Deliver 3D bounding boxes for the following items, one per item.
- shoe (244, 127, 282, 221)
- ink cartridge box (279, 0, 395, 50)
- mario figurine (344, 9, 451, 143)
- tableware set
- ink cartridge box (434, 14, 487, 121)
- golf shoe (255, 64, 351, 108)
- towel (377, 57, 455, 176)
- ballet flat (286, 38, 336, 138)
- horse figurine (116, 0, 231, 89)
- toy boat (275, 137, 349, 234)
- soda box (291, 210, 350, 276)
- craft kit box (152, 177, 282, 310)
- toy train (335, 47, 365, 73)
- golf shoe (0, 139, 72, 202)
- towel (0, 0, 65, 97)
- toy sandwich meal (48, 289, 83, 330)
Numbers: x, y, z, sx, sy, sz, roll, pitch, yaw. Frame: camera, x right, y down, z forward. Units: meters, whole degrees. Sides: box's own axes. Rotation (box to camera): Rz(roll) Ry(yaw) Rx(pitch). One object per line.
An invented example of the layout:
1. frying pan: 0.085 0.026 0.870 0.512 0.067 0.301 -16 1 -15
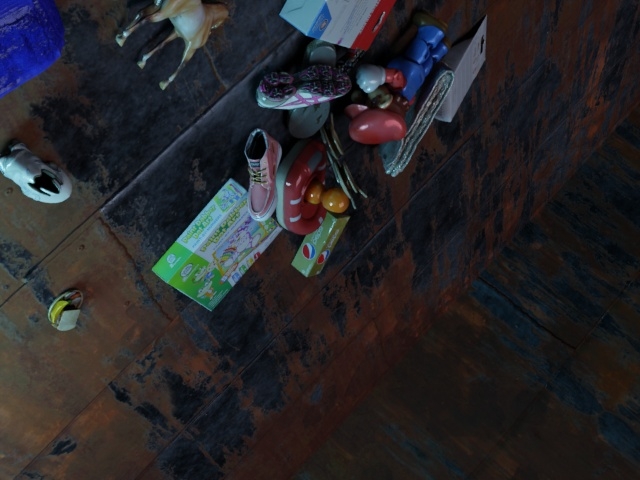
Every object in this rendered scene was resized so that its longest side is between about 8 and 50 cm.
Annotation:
1. shoe: -0.123 -0.132 1.962 0.081 0.063 0.178 43 52 -62
2. ink cartridge box: 0.040 -0.443 1.849 0.231 0.078 0.134 -3 128 -59
3. mario figurine: 0.147 -0.357 2.164 0.198 0.170 0.320 42 75 -30
4. tableware set: 0.046 -0.177 2.101 0.039 0.194 0.128 -23 148 8
5. ink cartridge box: 0.350 -0.435 2.468 0.224 0.056 0.181 -62 161 -23
6. golf shoe: -0.034 -0.292 1.899 0.186 0.067 0.086 -6 166 -15
7. towel: 0.218 -0.296 2.302 0.282 0.049 0.187 -61 -165 19
8. ballet flat: -0.019 -0.308 1.972 0.084 0.058 0.250 -4 139 -16
9. horse figurine: -0.232 -0.344 1.532 0.174 0.066 0.263 -44 158 0
10. toy boat: -0.008 -0.102 2.139 0.151 0.151 0.231 -55 162 -32
11. soda box: 0.000 0.000 2.439 0.061 0.058 0.181 -13 136 -54
12. craft kit box: -0.213 0.015 2.096 0.250 0.061 0.246 -50 154 -3
13. toy train: 0.062 -0.374 1.990 0.158 0.027 0.036 -57 148 -54
14. golf shoe: -0.429 -0.086 1.531 0.069 0.086 0.176 -52 158 -2
15. towel: -0.440 -0.295 1.221 0.228 0.076 0.308 -43 155 -20
16. toy sandwich meal: -0.471 0.130 1.833 0.085 0.029 0.085 -40 154 -24
